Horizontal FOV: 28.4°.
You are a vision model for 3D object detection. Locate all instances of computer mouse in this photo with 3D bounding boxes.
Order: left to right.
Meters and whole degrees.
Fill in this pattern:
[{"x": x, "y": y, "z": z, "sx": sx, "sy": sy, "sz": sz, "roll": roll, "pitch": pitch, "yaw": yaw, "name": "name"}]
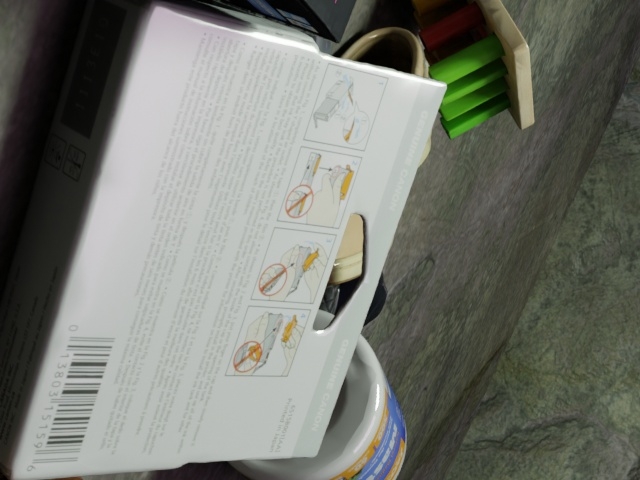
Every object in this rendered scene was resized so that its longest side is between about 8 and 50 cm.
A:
[{"x": 0.032, "y": 0.008, "z": 1.163, "sx": 0.041, "sy": 0.071, "sz": 0.242, "roll": -30, "pitch": 150, "yaw": -28, "name": "computer mouse"}]

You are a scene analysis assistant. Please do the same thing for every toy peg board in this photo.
[{"x": 0.115, "y": -0.180, "z": 1.124, "sx": 0.079, "sy": 0.160, "sz": 0.161, "roll": -28, "pitch": 159, "yaw": 1, "name": "toy peg board"}]

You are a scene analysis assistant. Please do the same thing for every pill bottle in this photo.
[{"x": -0.002, "y": 0.168, "z": 1.138, "sx": 0.152, "sy": 0.152, "sz": 0.272, "roll": -63, "pitch": 162, "yaw": -14, "name": "pill bottle"}]

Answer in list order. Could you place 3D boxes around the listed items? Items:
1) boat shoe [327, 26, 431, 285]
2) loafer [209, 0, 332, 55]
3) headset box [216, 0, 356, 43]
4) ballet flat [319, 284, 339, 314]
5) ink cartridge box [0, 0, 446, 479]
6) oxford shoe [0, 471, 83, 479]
[{"x": 0.009, "y": -0.073, "z": 0.949, "sx": 0.341, "sy": 0.122, "sz": 0.110, "roll": -60, "pitch": 155, "yaw": -61, "name": "boat shoe"}, {"x": -0.025, "y": -0.171, "z": 0.786, "sx": 0.095, "sy": 0.109, "sz": 0.302, "roll": -120, "pitch": -137, "yaw": -61, "name": "loafer"}, {"x": -0.023, "y": -0.268, "z": 0.572, "sx": 0.283, "sy": 0.131, "sz": 0.246, "roll": -68, "pitch": 163, "yaw": -2, "name": "headset box"}, {"x": 0.000, "y": 0.000, "z": 1.117, "sx": 0.057, "sy": 0.049, "sz": 0.173, "roll": -133, "pitch": -128, "yaw": -62, "name": "ballet flat"}, {"x": -0.061, "y": 0.004, "z": 0.755, "sx": 0.239, "sy": 0.060, "sz": 0.275, "roll": 6, "pitch": 108, "yaw": -46, "name": "ink cartridge box"}, {"x": -0.183, "y": 0.158, "z": 0.752, "sx": 0.212, "sy": 0.076, "sz": 0.076, "roll": 75, "pitch": 21, "yaw": -72, "name": "oxford shoe"}]
